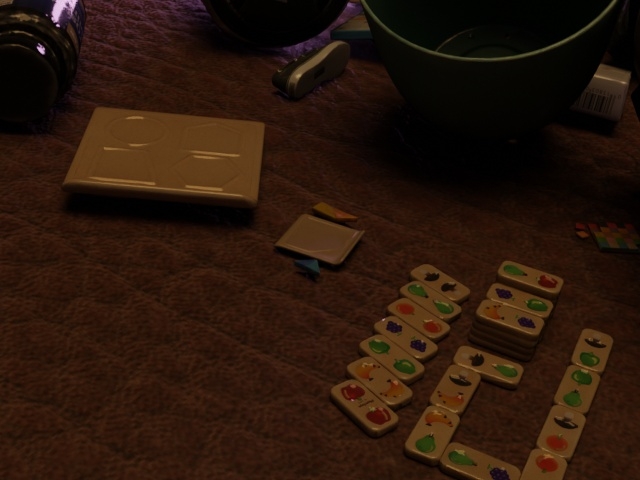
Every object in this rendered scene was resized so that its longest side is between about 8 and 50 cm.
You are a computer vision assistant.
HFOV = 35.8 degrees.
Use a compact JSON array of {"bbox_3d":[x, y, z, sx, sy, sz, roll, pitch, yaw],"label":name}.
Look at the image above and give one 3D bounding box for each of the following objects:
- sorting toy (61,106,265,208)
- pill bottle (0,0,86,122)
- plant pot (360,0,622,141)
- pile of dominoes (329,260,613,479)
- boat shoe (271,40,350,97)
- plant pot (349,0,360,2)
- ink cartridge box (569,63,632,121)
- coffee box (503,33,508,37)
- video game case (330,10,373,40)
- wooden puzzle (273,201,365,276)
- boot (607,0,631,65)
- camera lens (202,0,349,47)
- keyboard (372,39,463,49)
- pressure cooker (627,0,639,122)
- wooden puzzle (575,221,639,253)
[{"bbox_3d":[-0.159,-0.085,1.053,0.193,0.038,0.208,5,29,-3],"label":"sorting toy"},{"bbox_3d":[-0.341,-0.227,1.148,0.123,0.122,0.219,1,34,-10],"label":"pill bottle"},{"bbox_3d":[0.197,-0.251,1.136,0.293,0.235,0.292,-5,62,9],"label":"plant pot"},{"bbox_3d":[0.133,0.096,0.827,0.196,0.040,0.251,19,35,17],"label":"pile of dominoes"},{"bbox_3d":[-0.010,-0.227,1.278,0.040,0.049,0.142,23,39,23],"label":"boat shoe"},{"bbox_3d":[0.145,-0.488,1.573,0.254,0.237,0.237,-7,33,-47],"label":"plant pot"},{"bbox_3d":[0.326,-0.221,1.353,0.189,0.066,0.232,17,14,14],"label":"ink cartridge box"},{"bbox_3d":[0.311,-0.451,1.571,0.119,0.168,0.297,23,37,23],"label":"coffee box"},{"bbox_3d":[0.097,-0.311,1.413,0.119,0.015,0.166,2,24,21],"label":"video game case"},{"bbox_3d":[0.000,0.000,0.971,0.079,0.014,0.116,18,35,24],"label":"wooden puzzle"},{"bbox_3d":[0.489,-0.368,1.497,0.131,0.348,0.260,9,76,1],"label":"boot"},{"bbox_3d":[-0.078,-0.414,1.390,0.220,0.219,0.274,-2,34,-14],"label":"camera lens"},{"bbox_3d":[0.144,-0.272,1.358,0.108,0.023,0.180,-20,26,-32],"label":"keyboard"},{"bbox_3d":[0.498,-0.177,0.934,0.376,0.369,0.420,-9,44,5],"label":"pressure cooker"},{"bbox_3d":[0.311,-0.003,1.040,0.083,0.006,0.049,3,34,-6],"label":"wooden puzzle"}]
